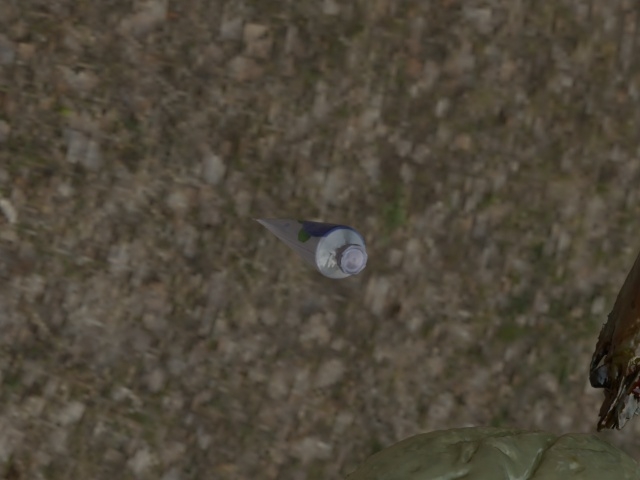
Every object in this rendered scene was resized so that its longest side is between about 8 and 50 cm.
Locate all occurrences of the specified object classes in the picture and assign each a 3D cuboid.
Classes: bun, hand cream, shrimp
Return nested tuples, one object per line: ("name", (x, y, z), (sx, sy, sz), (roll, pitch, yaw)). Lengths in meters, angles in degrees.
("bun", (0.162, 0.315, 1.331), (0.349, 0.352, 0.227), (-41, 165, -5))
("hand cream", (0.000, 0.000, 1.478), (0.084, 0.142, 0.053), (12, 101, -30))
("shrimp", (0.339, 0.067, 1.390), (0.062, 0.154, 0.294), (-2, 129, -52))
